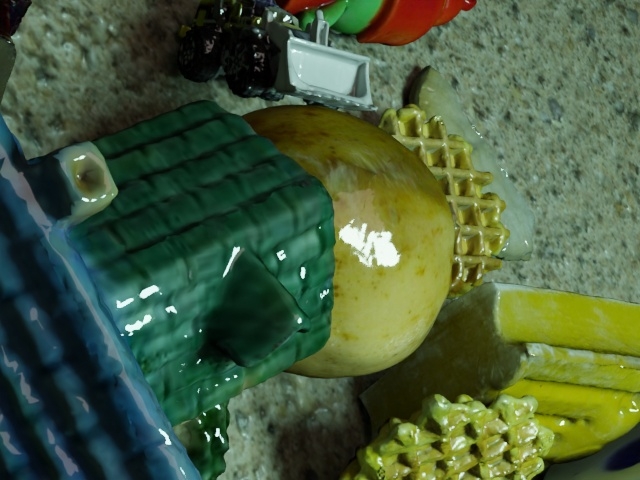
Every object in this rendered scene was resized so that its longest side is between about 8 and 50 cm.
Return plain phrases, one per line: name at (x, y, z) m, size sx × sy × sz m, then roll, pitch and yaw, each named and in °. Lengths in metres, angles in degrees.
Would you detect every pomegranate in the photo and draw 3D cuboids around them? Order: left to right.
pomegranate at (-0.011, 0.002, 1.407) m, size 0.307 × 0.307 × 0.307 m, roll 23°, pitch 54°, yaw -35°

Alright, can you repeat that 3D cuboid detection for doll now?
doll at (0.068, -0.331, 1.765) m, size 0.363 × 0.160 × 0.182 m, roll 4°, pitch 58°, yaw -44°

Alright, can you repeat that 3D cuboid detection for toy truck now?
toy truck at (-0.050, -0.201, 1.515) m, size 0.136 × 0.286 × 0.111 m, roll 9°, pitch 98°, yaw -35°

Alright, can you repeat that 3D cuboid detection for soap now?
soap at (0.221, 0.163, 1.581) m, size 0.281 × 0.259 × 0.143 m, roll 10°, pitch 49°, yaw -43°

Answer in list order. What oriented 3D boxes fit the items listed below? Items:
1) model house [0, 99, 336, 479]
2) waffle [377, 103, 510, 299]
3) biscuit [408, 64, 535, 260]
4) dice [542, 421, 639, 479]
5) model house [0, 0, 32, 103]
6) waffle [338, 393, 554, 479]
model house at (-0.189, 0.096, 1.103) m, size 0.445 × 0.400 × 0.395 m, roll -25°, pitch 84°, yaw -49°
waffle at (0.122, -0.035, 1.713) m, size 0.249 × 0.056 × 0.253 m, roll -38°, pitch 101°, yaw -37°
biscuit at (0.185, -0.086, 1.836) m, size 0.141 × 0.038 × 0.289 m, roll -35°, pitch 94°, yaw -48°
dice at (0.460, 0.329, 1.677) m, size 0.304 × 0.304 × 0.277 m, roll -35°, pitch 94°, yaw -48°
model house at (-0.369, -0.226, 1.326) m, size 0.203 × 0.141 × 0.164 m, roll 40°, pitch 22°, yaw -48°
waffle at (0.128, 0.243, 1.461) m, size 0.238 × 0.243 × 0.058 m, roll 19°, pitch 29°, yaw -40°
